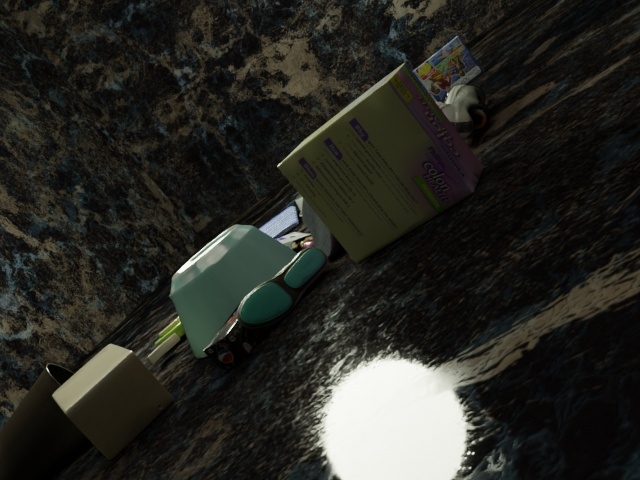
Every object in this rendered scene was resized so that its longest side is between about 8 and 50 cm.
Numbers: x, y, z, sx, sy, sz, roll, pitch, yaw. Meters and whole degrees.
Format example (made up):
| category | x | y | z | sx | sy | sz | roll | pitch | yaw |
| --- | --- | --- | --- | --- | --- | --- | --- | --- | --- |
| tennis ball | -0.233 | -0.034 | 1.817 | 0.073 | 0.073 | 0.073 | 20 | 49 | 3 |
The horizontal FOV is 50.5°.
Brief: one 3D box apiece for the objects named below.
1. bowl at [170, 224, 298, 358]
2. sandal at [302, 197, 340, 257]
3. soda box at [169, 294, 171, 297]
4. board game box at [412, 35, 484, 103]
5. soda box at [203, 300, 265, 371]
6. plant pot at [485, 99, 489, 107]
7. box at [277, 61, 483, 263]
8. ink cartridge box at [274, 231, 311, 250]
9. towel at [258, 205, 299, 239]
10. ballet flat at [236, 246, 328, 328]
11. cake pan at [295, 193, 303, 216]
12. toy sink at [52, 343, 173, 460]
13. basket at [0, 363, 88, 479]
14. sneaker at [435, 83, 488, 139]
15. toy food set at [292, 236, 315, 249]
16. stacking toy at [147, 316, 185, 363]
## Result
| category | x | y | z | sx | sy | sz | roll | pitch | yaw |
| --- | --- | --- | --- | --- | --- | --- | --- | --- | --- |
| bowl | -0.193 | 0.083 | 1.427 | 0.311 | 0.163 | 0.311 | -38 | 10 | 8 |
| sandal | 0.010 | -0.043 | 1.392 | 0.054 | 0.097 | 0.254 | 0 | 23 | -12 |
| soda box | -0.303 | 0.097 | 1.998 | 0.286 | 0.091 | 0.098 | -38 | 11 | 8 |
| board game box | 0.374 | -0.501 | 2.059 | 0.201 | 0.136 | 0.035 | -36 | 10 | 15 |
| soda box | -0.137 | 0.156 | 1.197 | 0.060 | 0.053 | 0.169 | -34 | 11 | 27 |
| plant pot | 0.290 | -0.268 | 1.607 | 0.236 | 0.032 | 0.236 | -38 | 9 | 7 |
| box | 0.096 | -0.121 | 1.100 | 0.243 | 0.214 | 0.117 | -33 | 11 | 34 |
| ink cartridge box | -0.136 | 0.028 | 1.738 | 0.208 | 0.045 | 0.206 | -18 | 6 | -12 |
| towel | -0.169 | -0.013 | 2.200 | 0.243 | 0.040 | 0.336 | -37 | 11 | 4 |
| ballet flat | -0.066 | 0.094 | 1.215 | 0.213 | 0.072 | 0.068 | -41 | -10 | -29 |
| cake pan | 0.033 | -0.187 | 2.152 | 0.293 | 0.054 | 0.293 | -38 | 9 | 7 |
| toy sink | -0.396 | 0.301 | 1.289 | 0.153 | 0.131 | 0.234 | -43 | 15 | -24 |
| basket | -0.581 | 0.404 | 1.438 | 0.227 | 0.204 | 0.154 | -49 | 50 | -8 |
| sneaker | 0.297 | -0.253 | 1.384 | 0.107 | 0.100 | 0.271 | 5 | 26 | 27 |
| toy food set | 0.000 | 0.000 | 1.453 | 0.122 | 0.019 | 0.078 | -19 | 11 | 3 |
| stacking toy | -0.343 | 0.153 | 1.701 | 0.279 | 0.130 | 0.309 | -40 | 4 | -2 |
